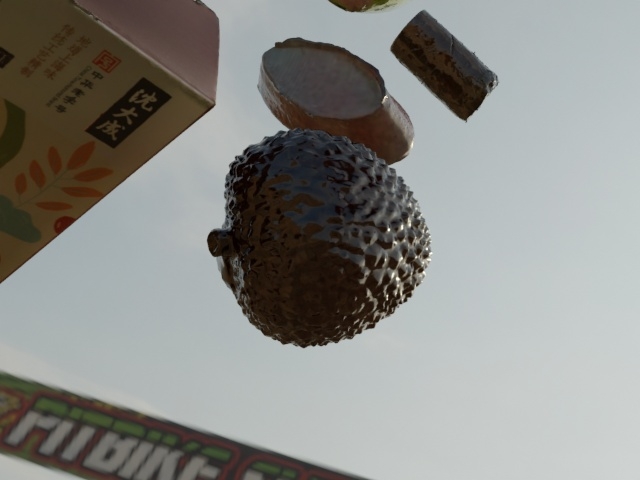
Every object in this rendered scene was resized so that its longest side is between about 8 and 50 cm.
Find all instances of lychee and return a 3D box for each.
[{"bbox_3d":[-0.004,-0.001,0.852,0.195,0.194,0.194,15,-28,8],"label":"lychee"}]

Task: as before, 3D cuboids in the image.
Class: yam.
[{"bbox_3d":[0.161,-0.224,1.315,0.141,0.079,0.079,43,-28,5],"label":"yam"}]

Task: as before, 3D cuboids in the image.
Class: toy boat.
[{"bbox_3d":[0.032,-0.106,1.155,0.206,0.096,0.282,24,-16,28],"label":"toy boat"}]

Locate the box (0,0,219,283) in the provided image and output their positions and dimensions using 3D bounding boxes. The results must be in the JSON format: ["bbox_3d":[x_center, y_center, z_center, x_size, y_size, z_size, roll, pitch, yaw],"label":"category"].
[{"bbox_3d":[-0.337,-0.133,0.824,0.385,0.122,0.345,-34,-50,30],"label":"box"}]

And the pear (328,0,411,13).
[{"bbox_3d":[0.083,-0.408,1.356,0.187,0.219,0.187,32,-26,18],"label":"pear"}]
